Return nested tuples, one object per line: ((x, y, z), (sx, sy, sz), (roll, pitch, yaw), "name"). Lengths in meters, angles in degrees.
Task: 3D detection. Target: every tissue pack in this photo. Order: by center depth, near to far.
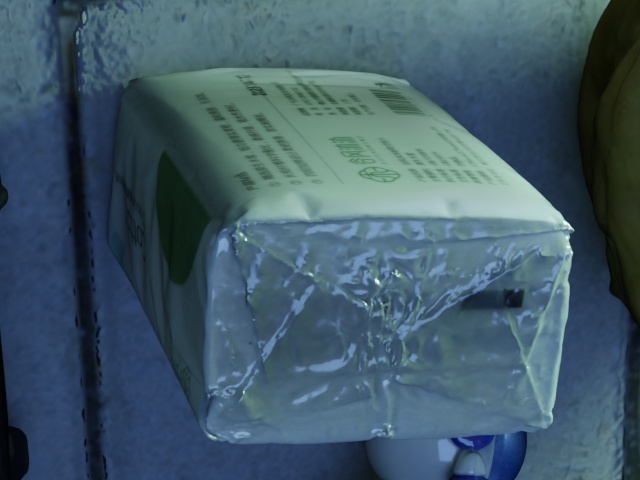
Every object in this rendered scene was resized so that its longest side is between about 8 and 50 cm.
((0.000, 0.002, 1.374), (0.266, 0.356, 0.194), (0, 111, -17), "tissue pack")

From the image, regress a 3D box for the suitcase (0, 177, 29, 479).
((-0.392, 0.098, 1.382), (0.339, 0.188, 0.345), (-7, 112, -15), "suitcase")

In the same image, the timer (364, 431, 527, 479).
((0.101, 0.285, 1.540), (0.270, 0.270, 0.383), (8, 78, -18), "timer")

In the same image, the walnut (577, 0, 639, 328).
((0.382, -0.055, 1.492), (0.384, 0.383, 0.383), (-5, 109, -15), "walnut")
